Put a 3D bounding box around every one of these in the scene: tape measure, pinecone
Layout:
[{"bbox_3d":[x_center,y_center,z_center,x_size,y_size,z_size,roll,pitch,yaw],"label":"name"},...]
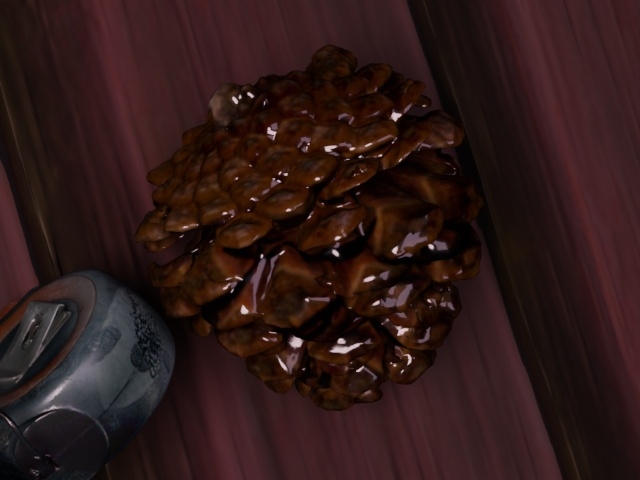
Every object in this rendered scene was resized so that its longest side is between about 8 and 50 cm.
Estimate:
[{"bbox_3d":[-0.154,0.028,0.766,0.180,0.104,0.107,40,65,-14],"label":"tape measure"},{"bbox_3d":[0.000,0.000,0.834,0.173,0.173,0.173,8,73,-26],"label":"pinecone"}]
